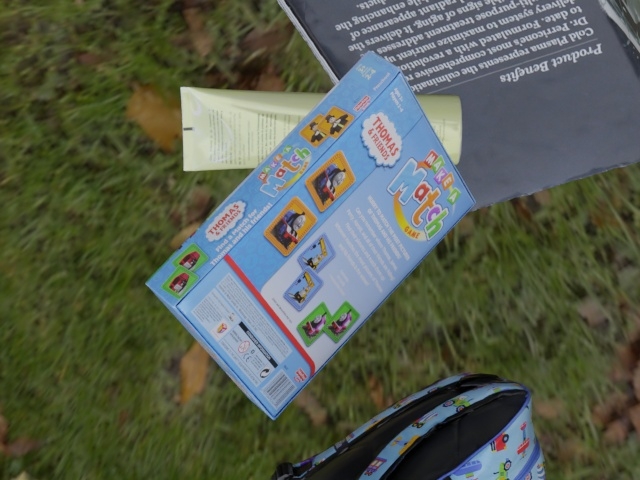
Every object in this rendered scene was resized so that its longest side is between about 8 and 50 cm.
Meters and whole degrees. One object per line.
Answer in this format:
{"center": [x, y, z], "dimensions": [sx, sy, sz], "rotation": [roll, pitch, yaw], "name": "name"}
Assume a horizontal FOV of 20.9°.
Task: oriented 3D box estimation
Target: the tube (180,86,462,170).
{"center": [0.001, -0.097, 1.488], "dimensions": [0.240, 0.062, 0.070], "rotation": [-1, 91, -1], "name": "tube"}

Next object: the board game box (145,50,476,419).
{"center": [0.000, 0.000, 1.160], "dimensions": [0.211, 0.039, 0.160], "rotation": [-46, 140, -9], "name": "board game box"}

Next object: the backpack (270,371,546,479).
{"center": [0.075, 0.169, 1.172], "dimensions": [0.173, 0.158, 0.117], "rotation": [-34, 103, -17], "name": "backpack"}

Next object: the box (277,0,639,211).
{"center": [0.147, -0.368, 1.763], "dimensions": [0.297, 0.480, 0.472], "rotation": [-15, 132, 24], "name": "box"}
